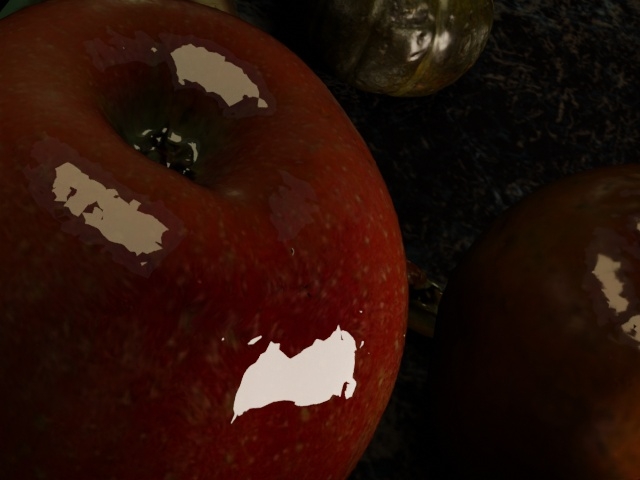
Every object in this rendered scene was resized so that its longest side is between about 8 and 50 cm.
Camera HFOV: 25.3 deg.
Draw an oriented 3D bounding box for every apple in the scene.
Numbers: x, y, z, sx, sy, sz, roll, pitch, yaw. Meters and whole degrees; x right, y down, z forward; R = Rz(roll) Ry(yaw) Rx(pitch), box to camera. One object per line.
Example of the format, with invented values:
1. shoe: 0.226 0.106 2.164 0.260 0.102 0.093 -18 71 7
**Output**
1. apple: -0.114 0.027 0.840 0.348 0.277 0.348 16 40 -14

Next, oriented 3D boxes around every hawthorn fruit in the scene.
1. hawthorn fruit: 0.206 0.074 0.946 0.268 0.301 0.267 3 64 -6

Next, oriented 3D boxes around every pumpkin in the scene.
1. pumpkin: 0.065 -0.236 1.322 0.219 0.162 0.219 19 41 -17

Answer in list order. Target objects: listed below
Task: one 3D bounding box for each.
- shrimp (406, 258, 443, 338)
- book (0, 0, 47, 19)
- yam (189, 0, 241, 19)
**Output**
1. shrimp: 0.000 0.001 1.072 0.267 0.145 0.061 36 79 -13
2. book: -0.220 -0.128 1.077 0.103 0.135 0.017 38 1 11
3. yam: -0.124 -0.163 1.161 0.128 0.129 0.238 14 37 -37
